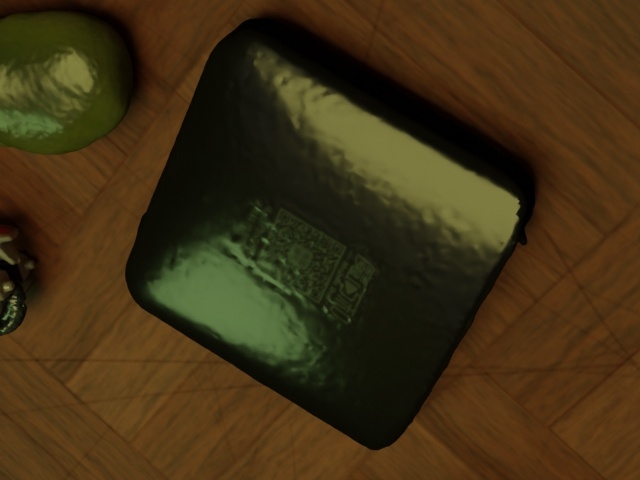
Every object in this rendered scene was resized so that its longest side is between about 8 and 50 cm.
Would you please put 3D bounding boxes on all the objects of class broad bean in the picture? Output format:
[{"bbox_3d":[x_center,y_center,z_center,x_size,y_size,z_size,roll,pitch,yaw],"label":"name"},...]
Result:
[{"bbox_3d":[-0.242,-0.131,1.234,0.174,0.082,0.124,9,118,21],"label":"broad bean"}]

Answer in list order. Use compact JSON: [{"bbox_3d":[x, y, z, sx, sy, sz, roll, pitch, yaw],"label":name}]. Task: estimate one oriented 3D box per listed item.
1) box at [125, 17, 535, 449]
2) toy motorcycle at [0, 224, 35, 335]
[{"bbox_3d":[0.000,0.000,1.195,0.289,0.073,0.290,31,123,9],"label":"box"},{"bbox_3d":[-0.389,0.000,1.343,0.260,0.110,0.171,10,115,9],"label":"toy motorcycle"}]
